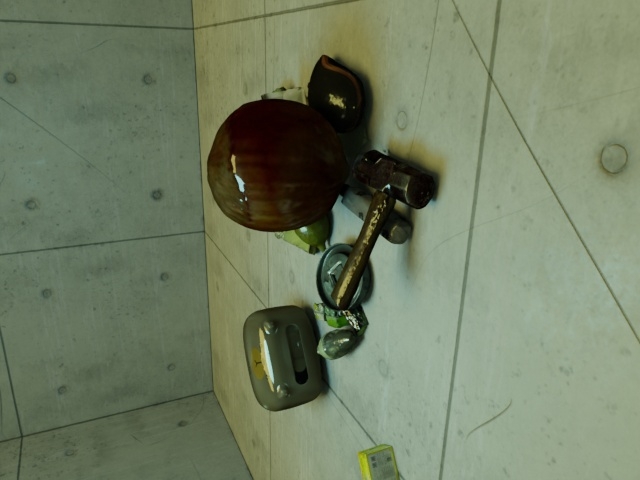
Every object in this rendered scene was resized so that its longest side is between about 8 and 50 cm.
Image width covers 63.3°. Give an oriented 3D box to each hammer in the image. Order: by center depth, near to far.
[{"bbox_3d":[0.125,-0.017,1.321,0.242,0.095,0.408,35,106,53],"label":"hammer"}]

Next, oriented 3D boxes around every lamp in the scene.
[{"bbox_3d":[0.054,0.347,1.738,0.250,0.101,0.101,-41,60,57],"label":"lamp"}]

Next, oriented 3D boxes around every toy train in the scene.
[{"bbox_3d":[0.035,0.255,1.801,0.202,0.060,0.081,179,79,-67],"label":"toy train"}]

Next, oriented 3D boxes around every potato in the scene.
[{"bbox_3d":[-0.044,0.002,1.904,0.149,0.120,0.081,26,90,41],"label":"potato"}]

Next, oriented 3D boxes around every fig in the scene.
[{"bbox_3d":[0.000,0.000,1.781,0.236,0.124,0.124,60,157,-6],"label":"fig"}]

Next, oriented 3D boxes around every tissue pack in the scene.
[{"bbox_3d":[0.182,0.719,1.568,0.062,0.095,0.175,-31,69,63],"label":"tissue pack"},{"bbox_3d":[-0.143,0.446,1.997,0.277,0.268,0.386,-30,69,62],"label":"tissue pack"}]

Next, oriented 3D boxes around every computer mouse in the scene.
[{"bbox_3d":[0.028,-0.434,1.537,0.323,0.116,0.182,-125,41,-51],"label":"computer mouse"}]

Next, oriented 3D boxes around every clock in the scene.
[{"bbox_3d":[0.069,0.115,1.625,0.215,0.042,0.214,-8,79,49],"label":"clock"}]

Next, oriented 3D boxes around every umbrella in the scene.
[{"bbox_3d":[0.139,-0.084,1.457,0.073,0.067,0.337,-58,35,9],"label":"umbrella"}]

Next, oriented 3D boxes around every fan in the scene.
[{"bbox_3d":[0.120,-0.304,1.501,0.310,0.010,0.182,-128,38,-52],"label":"fan"}]

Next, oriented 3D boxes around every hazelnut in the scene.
[{"bbox_3d":[-0.122,-0.208,1.502,0.352,0.421,0.420,-108,23,-52],"label":"hazelnut"}]

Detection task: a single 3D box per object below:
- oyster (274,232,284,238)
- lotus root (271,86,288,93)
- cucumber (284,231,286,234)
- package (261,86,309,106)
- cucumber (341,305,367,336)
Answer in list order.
[{"bbox_3d":[-0.175,-0.090,2.167,0.125,0.064,0.177,19,115,59],"label":"oyster"},{"bbox_3d":[-0.154,-0.466,1.956,0.183,0.078,0.203,2,78,58],"label":"lotus root"},{"bbox_3d":[-0.123,-0.067,2.075,0.067,0.035,0.107,45,137,-8],"label":"cucumber"},{"bbox_3d":[-0.060,-0.348,1.765,0.165,0.221,0.311,-9,86,26],"label":"package"},{"bbox_3d":[0.081,0.207,1.679,0.078,0.062,0.211,114,142,-48],"label":"cucumber"}]
